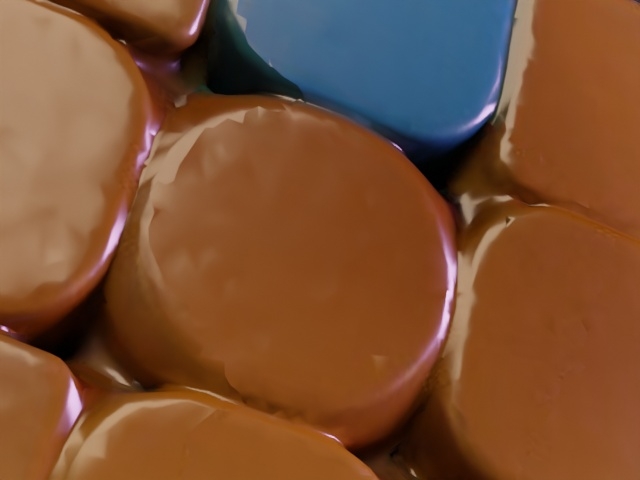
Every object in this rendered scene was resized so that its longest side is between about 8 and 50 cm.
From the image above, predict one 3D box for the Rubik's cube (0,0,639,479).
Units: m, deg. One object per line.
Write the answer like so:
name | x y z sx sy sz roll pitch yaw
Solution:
Rubik's cube | -0.055 0.055 0.471 0.291 0.290 0.291 21 61 -13
